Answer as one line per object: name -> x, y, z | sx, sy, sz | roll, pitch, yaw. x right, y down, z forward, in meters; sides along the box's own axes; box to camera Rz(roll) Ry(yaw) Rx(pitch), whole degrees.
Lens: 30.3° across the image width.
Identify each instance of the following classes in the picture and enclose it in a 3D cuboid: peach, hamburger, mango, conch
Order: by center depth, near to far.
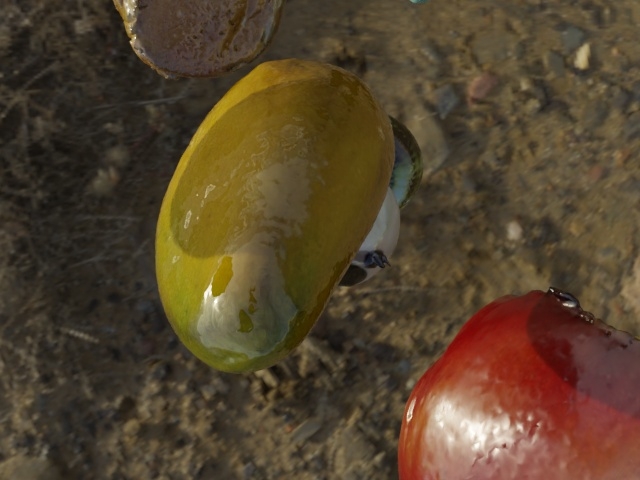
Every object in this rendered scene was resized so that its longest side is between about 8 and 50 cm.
mango -> -0.031, -0.024, 0.777 | 0.177, 0.316, 0.119 | -31, 118, 25
peach -> 0.215, 0.156, 0.862 | 0.338, 0.281, 0.281 | -33, 86, 47
hamburger -> -0.166, -0.351, 1.532 | 0.245, 0.211, 0.260 | -39, 117, 5
conch -> 0.042, -0.081, 1.537 | 0.124, 0.181, 0.187 | 30, 95, 48

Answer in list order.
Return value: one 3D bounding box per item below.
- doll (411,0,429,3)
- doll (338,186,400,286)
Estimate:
doll -> 0.098, -0.288, 1.037 | 0.158, 0.159, 0.059 | -69, 29, 24
doll -> 0.002, -0.004, 1.120 | 0.181, 0.110, 0.106 | -20, 90, 65
